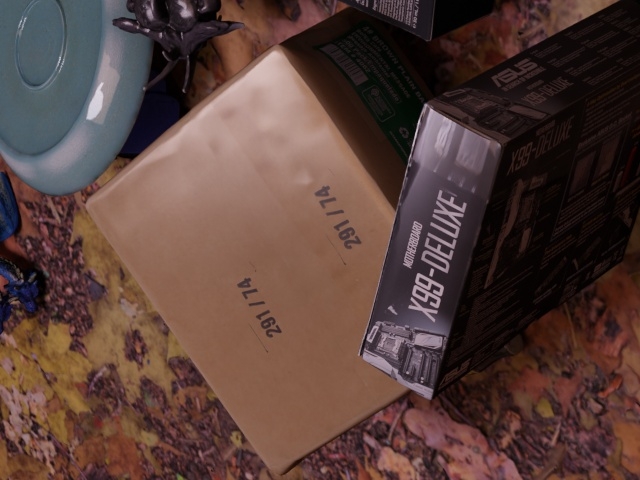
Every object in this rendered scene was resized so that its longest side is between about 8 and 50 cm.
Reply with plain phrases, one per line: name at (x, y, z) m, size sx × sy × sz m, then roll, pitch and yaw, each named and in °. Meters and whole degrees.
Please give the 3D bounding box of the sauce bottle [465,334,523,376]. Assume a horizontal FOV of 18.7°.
sauce bottle at (0.140, 0.109, 1.860) m, size 0.128 × 0.042 × 0.042 m, roll -23°, pitch 92°, yaw 49°

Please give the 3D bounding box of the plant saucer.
plant saucer at (-0.280, -0.206, 2.038) m, size 0.317 × 0.043 × 0.318 m, roll -9°, pitch 79°, yaw 51°

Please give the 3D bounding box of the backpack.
backpack at (-0.215, -0.136, 2.060) m, size 0.120 × 0.098 × 0.101 m, roll 7°, pitch 93°, yaw 52°

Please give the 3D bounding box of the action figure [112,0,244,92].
action figure at (-0.113, -0.280, 1.861) m, size 0.164 × 0.141 × 0.276 m, roll 8°, pitch 98°, yaw 40°

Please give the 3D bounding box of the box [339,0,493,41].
box at (0.067, -0.332, 1.682) m, size 0.184 × 0.103 × 0.261 m, roll 26°, pitch 126°, yaw 30°

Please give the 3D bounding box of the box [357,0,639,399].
box at (0.171, -0.040, 1.563) m, size 0.076 × 0.307 × 0.242 m, roll 31°, pitch 129°, yaw 25°

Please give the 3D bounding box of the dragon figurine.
dragon figurine at (-0.417, -0.033, 2.310) m, size 0.144 × 0.085 × 0.289 m, roll 6°, pitch 113°, yaw 43°

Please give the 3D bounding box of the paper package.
paper package at (0.000, 0.000, 1.788) m, size 0.309 × 0.168 × 0.325 m, roll -36°, pitch 90°, yaw 35°

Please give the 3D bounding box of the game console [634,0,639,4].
game console at (0.196, -0.327, 1.501) m, size 0.361 × 0.044 × 0.213 m, roll 34°, pitch 141°, yaw -3°
